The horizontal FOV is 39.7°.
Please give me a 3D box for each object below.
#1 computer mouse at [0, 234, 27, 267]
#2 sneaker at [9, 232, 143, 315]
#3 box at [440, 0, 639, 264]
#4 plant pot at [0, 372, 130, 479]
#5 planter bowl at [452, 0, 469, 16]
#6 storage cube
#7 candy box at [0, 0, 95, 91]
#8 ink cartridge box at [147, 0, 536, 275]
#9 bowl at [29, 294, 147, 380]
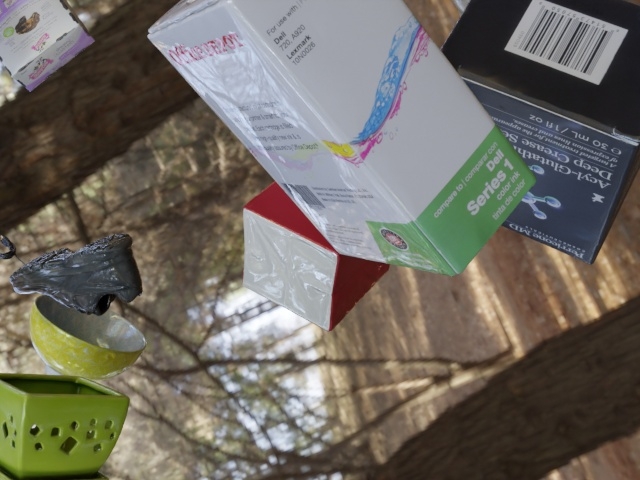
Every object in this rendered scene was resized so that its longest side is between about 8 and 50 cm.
[{"bbox_3d":[-0.645,0.043,1.952,0.242,0.041,0.071,32,-145,25],"label":"computer mouse"},{"bbox_3d":[-0.433,0.076,1.564,0.109,0.286,0.130,-39,-66,-53],"label":"sneaker"},{"bbox_3d":[0.343,-0.179,1.342,0.294,0.212,0.395,25,162,18],"label":"box"},{"bbox_3d":[-0.538,0.385,1.756,0.228,0.227,0.207,9,-92,-41],"label":"plant pot"},{"bbox_3d":[0.284,-0.426,1.489,0.109,0.162,0.162,88,166,-52],"label":"planter bowl"},{"bbox_3d":[0.000,0.000,1.483,0.215,0.193,0.183,27,136,22],"label":"storage cube"},{"bbox_3d":[-0.557,-0.414,1.710,0.196,0.165,0.070,53,-179,20],"label":"candy box"},{"bbox_3d":[0.012,-0.113,0.735,0.278,0.117,0.201,48,164,-22],"label":"ink cartridge box"},{"bbox_3d":[-0.585,0.263,2.154,0.290,0.156,0.289,26,-172,-4],"label":"bowl"}]
